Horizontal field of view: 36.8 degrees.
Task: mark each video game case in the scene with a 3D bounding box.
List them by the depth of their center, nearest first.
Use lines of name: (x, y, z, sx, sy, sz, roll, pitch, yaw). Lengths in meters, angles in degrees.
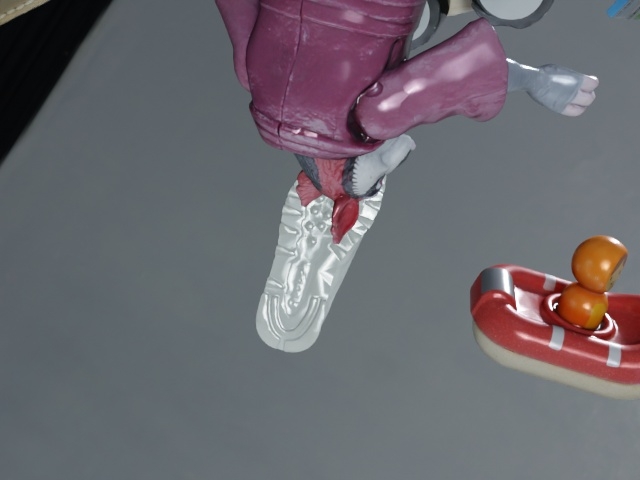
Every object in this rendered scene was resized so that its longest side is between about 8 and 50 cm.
video game case: (0.501, -0.371, 1.412, 0.166, 0.119, 0.015, -12, 62, -48)

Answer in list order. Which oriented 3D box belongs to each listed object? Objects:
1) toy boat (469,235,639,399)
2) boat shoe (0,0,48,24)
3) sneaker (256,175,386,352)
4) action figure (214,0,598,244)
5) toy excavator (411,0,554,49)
toy boat: (0.281, 0.064, 1.014, 0.231, 0.151, 0.151, 16, 28, -1)
boat shoe: (-0.235, -0.121, 0.530, 0.303, 0.098, 0.109, -12, -18, 25)
sneaker: (0.000, 0.000, 0.999, 0.090, 0.235, 0.095, 27, 6, 6)
action figure: (0.025, -0.159, 0.554, 0.248, 0.370, 0.276, 18, 25, 24)
toy excavator: (0.070, -0.472, 1.166, 0.222, 0.433, 0.445, -53, 129, -50)
